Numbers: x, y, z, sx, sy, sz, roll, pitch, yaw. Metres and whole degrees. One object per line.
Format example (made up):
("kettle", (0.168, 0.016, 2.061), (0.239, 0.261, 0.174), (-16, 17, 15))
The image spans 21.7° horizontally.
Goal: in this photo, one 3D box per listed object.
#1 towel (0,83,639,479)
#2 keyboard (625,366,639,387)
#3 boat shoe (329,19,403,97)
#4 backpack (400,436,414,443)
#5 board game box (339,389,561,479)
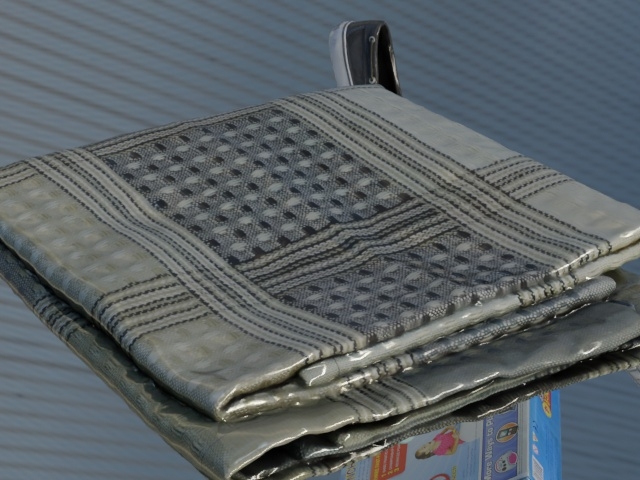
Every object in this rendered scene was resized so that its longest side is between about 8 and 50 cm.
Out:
("towel", (0.000, 0.000, 0.895), (0.312, 0.324, 0.056), (-15, 124, -33))
("keyboard", (0.300, 0.113, 1.493), (0.256, 0.072, 0.014), (49, 54, -11))
("boat shoe", (0.078, -0.145, 1.912), (0.080, 0.076, 0.228), (-28, 106, -56))
("backpack", (0.027, 0.095, 1.716), (0.253, 0.191, 0.225), (52, 34, -46))
("board game box", (0.171, 0.292, 2.240), (0.086, 0.302, 0.308), (51, 27, -25))
